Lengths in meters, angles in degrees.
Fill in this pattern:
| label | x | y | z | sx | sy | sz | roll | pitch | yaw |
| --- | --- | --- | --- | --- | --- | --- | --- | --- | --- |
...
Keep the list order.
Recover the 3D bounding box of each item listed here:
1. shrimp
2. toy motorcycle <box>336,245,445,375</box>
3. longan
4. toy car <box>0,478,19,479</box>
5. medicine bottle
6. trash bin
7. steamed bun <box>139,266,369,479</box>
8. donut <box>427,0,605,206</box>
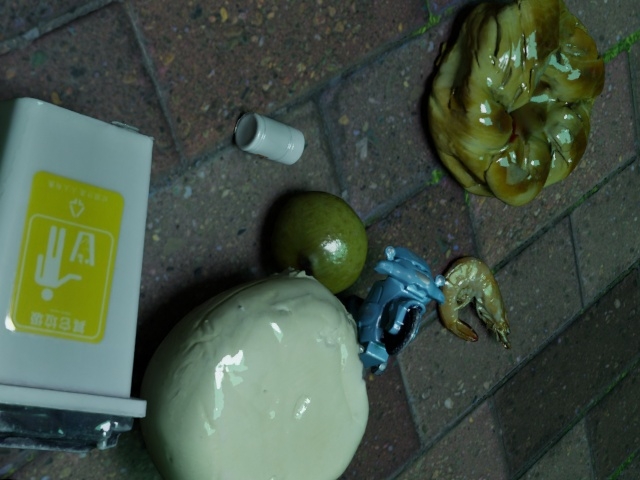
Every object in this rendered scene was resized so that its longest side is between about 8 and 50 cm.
| label | x | y | z | sx | sy | sz | roll | pitch | yaw |
| --- | --- | --- | --- | --- | --- | --- | --- | --- | --- |
| shrimp | 0.287 | 0.130 | 1.785 | 0.133 | 0.053 | 0.236 | -48 | 126 | -21 |
| toy motorcycle | 0.090 | 0.107 | 1.484 | 0.123 | 0.272 | 0.182 | 29 | 65 | -17 |
| longan | 0.000 | 0.000 | 1.453 | 0.145 | 0.176 | 0.155 | 12 | 121 | -1 |
| toy car | -0.452 | 0.392 | 1.149 | 0.176 | 0.213 | 0.358 | -31 | 129 | 24 |
| medicine bottle | -0.073 | -0.145 | 1.387 | 0.089 | 0.057 | 0.057 | 15 | 94 | -42 |
| trash bin | -0.344 | 0.040 | 1.109 | 0.255 | 0.296 | 0.368 | 15 | 80 | -41 |
| steamed bun | -0.110 | 0.211 | 1.354 | 0.311 | 0.233 | 0.334 | -15 | 109 | -35 |
| donut | 0.334 | -0.242 | 1.631 | 0.360 | 0.170 | 0.360 | -15 | 114 | -39 |
